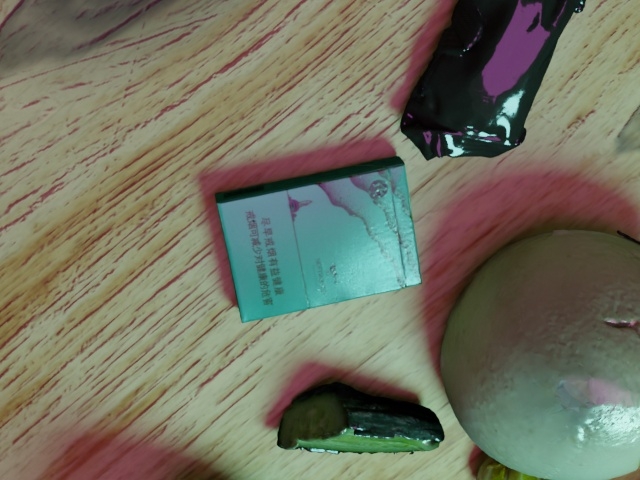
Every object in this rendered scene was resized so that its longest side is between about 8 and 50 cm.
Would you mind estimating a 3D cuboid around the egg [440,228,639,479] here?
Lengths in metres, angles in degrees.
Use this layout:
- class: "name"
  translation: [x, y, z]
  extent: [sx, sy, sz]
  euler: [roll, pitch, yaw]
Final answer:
- class: "egg"
  translation: [0.295, 0.151, 1.445]
  extent: [0.336, 0.201, 0.337]
  euler: [1, 98, 10]

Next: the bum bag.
- class: "bum bag"
  translation: [0.211, -0.228, 1.394]
  extent: [0.142, 0.080, 0.326]
  euler: [23, 109, -9]

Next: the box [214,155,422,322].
- class: "box"
  translation: [0.000, 0.000, 1.462]
  extent: [0.226, 0.042, 0.161]
  euler: [-12, 113, -4]

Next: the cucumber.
- class: "cucumber"
  translation: [0.054, 0.228, 1.541]
  extent: [0.192, 0.086, 0.115]
  euler: [13, 152, -15]

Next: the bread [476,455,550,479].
- class: "bread"
  translation: [0.284, 0.309, 1.604]
  extent: [0.157, 0.094, 0.083]
  euler: [2, 115, -1]
